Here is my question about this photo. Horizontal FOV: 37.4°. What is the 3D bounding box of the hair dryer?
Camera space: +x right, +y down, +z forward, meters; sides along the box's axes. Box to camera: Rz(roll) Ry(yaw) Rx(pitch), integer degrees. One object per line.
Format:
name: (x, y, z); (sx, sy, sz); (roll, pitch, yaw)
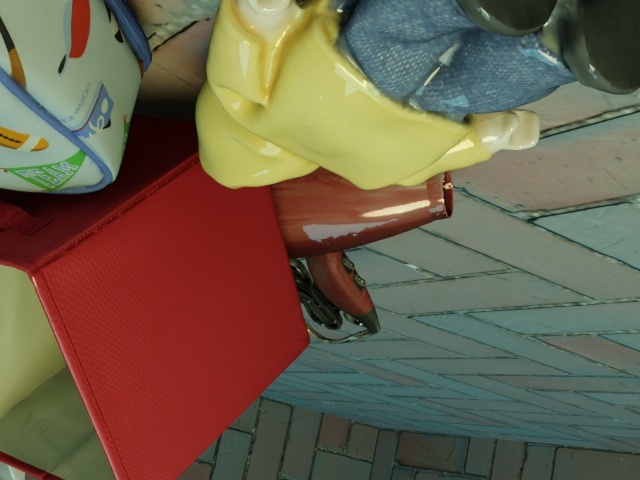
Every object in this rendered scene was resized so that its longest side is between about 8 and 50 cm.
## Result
hair dryer: (0.000, 0.000, 0.768); (0.223, 0.080, 0.293); (16, 154, -27)

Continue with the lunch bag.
lunch bag: (-0.242, -0.124, 0.476); (0.303, 0.115, 0.243); (9, 163, 14)

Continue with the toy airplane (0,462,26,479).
toy airplane: (-0.391, 0.160, 1.116); (0.272, 0.386, 0.384); (18, 171, 29)

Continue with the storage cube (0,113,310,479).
storage cube: (-0.148, 0.036, 0.645); (0.183, 0.193, 0.215); (10, 127, 36)

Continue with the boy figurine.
boy figurine: (0.026, -0.080, 0.463); (0.177, 0.092, 0.285); (19, 164, -26)
